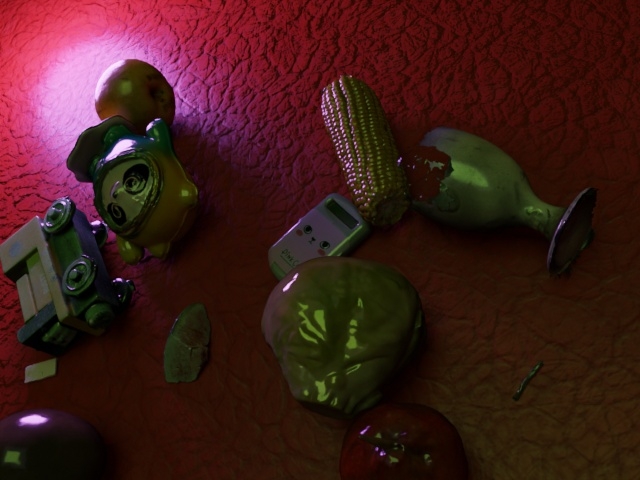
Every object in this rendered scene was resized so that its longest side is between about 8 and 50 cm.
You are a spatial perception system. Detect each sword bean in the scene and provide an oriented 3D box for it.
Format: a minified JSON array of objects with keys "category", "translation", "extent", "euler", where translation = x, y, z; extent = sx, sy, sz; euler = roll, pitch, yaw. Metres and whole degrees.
[{"category":"sword bean","translation":[0.357,0.241,1.172],"extent":[0.012,0.012,0.083],"euler":[33,79,34]}]

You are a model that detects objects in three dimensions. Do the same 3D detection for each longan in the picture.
[{"category":"longan","translation":[-0.551,0.429,1.320],"extent":[0.246,0.246,0.215],"euler":[19,84,30]}]

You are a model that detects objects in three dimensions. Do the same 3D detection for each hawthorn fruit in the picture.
[{"category":"hawthorn fruit","translation":[0.120,0.345,1.055],"extent":[0.210,0.262,0.210],"euler":[-7,63,15]}]

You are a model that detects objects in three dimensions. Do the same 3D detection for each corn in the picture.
[{"category":"corn","translation":[0.097,-0.203,1.464],"extent":[0.144,0.144,0.387],"euler":[-25,55,7]}]

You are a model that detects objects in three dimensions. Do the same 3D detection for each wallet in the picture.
[{"category":"wallet","translation":[-0.637,0.297,1.551],"extent":[0.083,0.011,0.044],"euler":[-17,56,12]}]

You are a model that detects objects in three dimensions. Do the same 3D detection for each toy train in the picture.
[{"category":"toy train","translation":[-0.597,0.081,1.581],"extent":[0.253,0.160,0.397],"euler":[-38,54,6]}]

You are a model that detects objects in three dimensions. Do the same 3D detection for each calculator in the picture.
[{"category":"calculator","translation":[0.000,0.000,1.443],"extent":[0.246,0.045,0.141],"euler":[-41,55,-5]}]

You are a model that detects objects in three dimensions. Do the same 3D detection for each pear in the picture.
[{"category":"pear","translation":[-0.486,-0.360,1.760],"extent":[0.209,0.209,0.209],"euler":[-10,58,17]}]

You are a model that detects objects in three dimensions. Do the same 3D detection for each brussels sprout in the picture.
[{"category":"brussels sprout","translation":[0.032,0.160,1.218],"extent":[0.274,0.242,0.316],"euler":[36,58,16]}]

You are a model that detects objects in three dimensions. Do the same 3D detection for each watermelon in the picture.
[{"category":"watermelon","translation":[-0.280,0.208,1.436],"extent":[0.094,0.081,0.180],"euler":[3,65,-5]}]

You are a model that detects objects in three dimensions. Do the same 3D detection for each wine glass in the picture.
[{"category":"wine glass","translation":[0.325,-0.082,1.272],"extent":[0.357,0.190,0.190],"euler":[29,75,30]}]

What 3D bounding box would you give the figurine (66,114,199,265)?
[{"category":"figurine","translation":[-0.420,-0.123,1.595],"extent":[0.340,0.231,0.323],"euler":[44,108,27]}]
